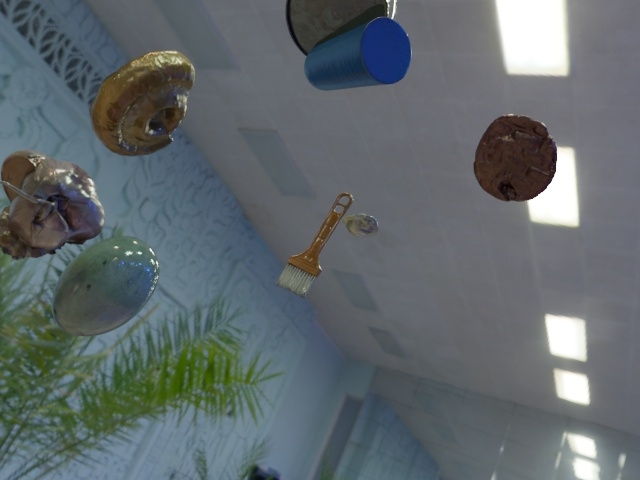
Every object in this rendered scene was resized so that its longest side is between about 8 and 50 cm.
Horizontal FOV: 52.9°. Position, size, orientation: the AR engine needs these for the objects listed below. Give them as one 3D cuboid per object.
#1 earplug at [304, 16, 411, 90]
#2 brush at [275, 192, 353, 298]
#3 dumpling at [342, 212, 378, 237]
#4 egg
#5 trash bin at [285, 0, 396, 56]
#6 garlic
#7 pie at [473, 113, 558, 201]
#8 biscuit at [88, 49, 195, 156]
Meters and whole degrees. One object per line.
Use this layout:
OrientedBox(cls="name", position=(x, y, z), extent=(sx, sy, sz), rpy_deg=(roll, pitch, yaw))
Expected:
OrientedBox(cls="earplug", position=(0.060, -0.391, 1.407), extent=(0.132, 0.133, 0.273), rpy_deg=(40, -17, -29))
OrientedBox(cls="brush", position=(0.000, 0.000, 1.618), extent=(0.090, 0.314, 0.017), rpy_deg=(25, -24, 15))
OrientedBox(cls="dumpling", position=(0.090, -0.033, 1.409), extent=(0.076, 0.052, 0.057), rpy_deg=(55, -25, -6))
OrientedBox(cls="egg", position=(-0.436, 0.093, 1.312), extent=(0.169, 0.236, 0.169), rpy_deg=(47, -12, 13))
OrientedBox(cls="trash bin", position=(0.059, -0.610, 1.680), extent=(0.280, 0.432, 0.281), rpy_deg=(3, -65, 6))
OrientedBox(cls="garlic", position=(-0.519, -0.054, 1.135), extent=(0.207, 0.207, 0.256), rpy_deg=(19, 8, 15))
OrientedBox(cls="pie", position=(0.337, -0.140, 1.112), extent=(0.153, 0.154, 0.038), rpy_deg=(15, 11, 25))
OrientedBox(cls="biscuit", position=(-0.390, -0.280, 1.398), extent=(0.091, 0.213, 0.274), rpy_deg=(54, -38, 15))
